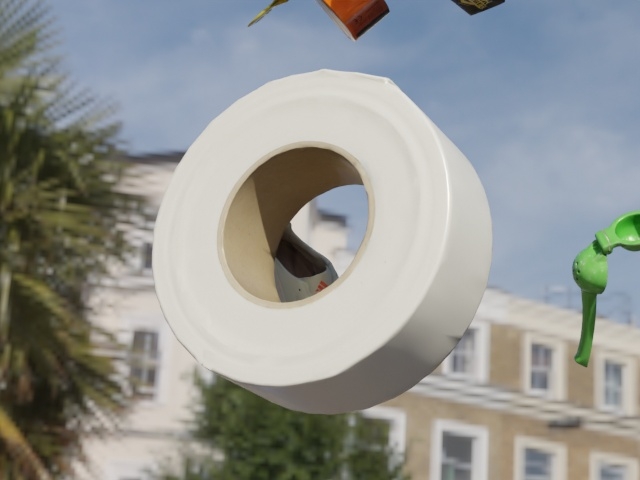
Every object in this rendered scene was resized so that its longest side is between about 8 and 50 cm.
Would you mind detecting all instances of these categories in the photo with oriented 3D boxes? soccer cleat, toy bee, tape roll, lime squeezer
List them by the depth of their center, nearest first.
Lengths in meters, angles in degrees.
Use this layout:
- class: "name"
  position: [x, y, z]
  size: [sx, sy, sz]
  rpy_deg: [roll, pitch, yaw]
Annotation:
- class: "tape roll"
  position: [0.000, 0.000, 1.295]
  size: [0.286, 0.286, 0.100]
  rpy_deg: [-7, -23, 27]
- class: "soccer cleat"
  position: [0.004, 0.068, 1.408]
  size: [0.068, 0.196, 0.076]
  rpy_deg: [-26, -25, -36]
- class: "lime squeezer"
  position: [0.363, 0.021, 1.752]
  size: [0.110, 0.059, 0.310]
  rpy_deg: [32, -67, -12]
- class: "toy bee"
  position: [-0.013, -0.343, 1.762]
  size: [0.195, 0.298, 0.162]
  rpy_deg: [-20, -16, 8]

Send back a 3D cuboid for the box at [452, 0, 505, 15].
- class: "box"
  position: [0.130, -0.374, 1.599]
  size: [0.051, 0.220, 0.175]
  rpy_deg: [-18, -35, 39]
